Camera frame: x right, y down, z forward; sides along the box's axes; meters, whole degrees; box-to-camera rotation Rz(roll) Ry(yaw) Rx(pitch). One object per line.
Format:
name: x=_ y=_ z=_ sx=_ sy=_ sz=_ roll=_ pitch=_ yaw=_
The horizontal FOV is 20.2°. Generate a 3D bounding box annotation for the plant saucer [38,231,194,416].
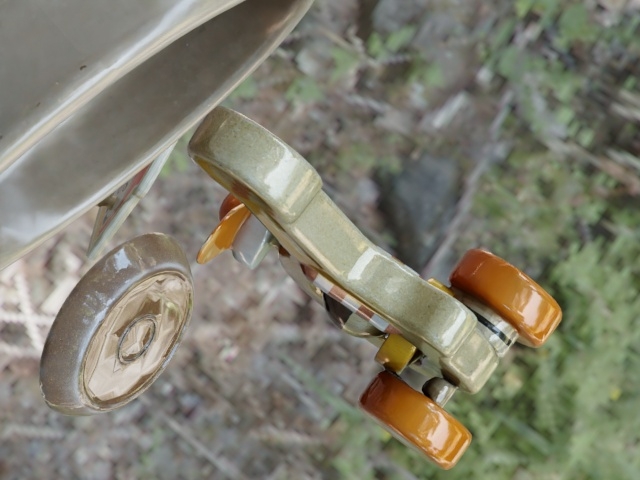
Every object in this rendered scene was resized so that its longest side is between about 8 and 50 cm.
plant saucer: x=-0.155 y=0.074 z=1.435 sx=0.168 sy=0.029 sz=0.168 roll=-42 pitch=150 yaw=-31

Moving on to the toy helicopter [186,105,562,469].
toy helicopter: x=0.000 y=0.000 z=1.200 sx=0.140 sy=0.235 sz=0.355 roll=-53 pitch=147 yaw=-7

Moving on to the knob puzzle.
knob puzzle: x=-0.155 y=-0.098 z=1.608 sx=0.213 sy=0.030 sz=0.213 roll=-53 pitch=-164 yaw=23

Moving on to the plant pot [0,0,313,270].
plant pot: x=-0.168 y=-0.126 z=0.814 sx=0.263 sy=0.229 sz=0.263 roll=-40 pitch=178 yaw=-2
